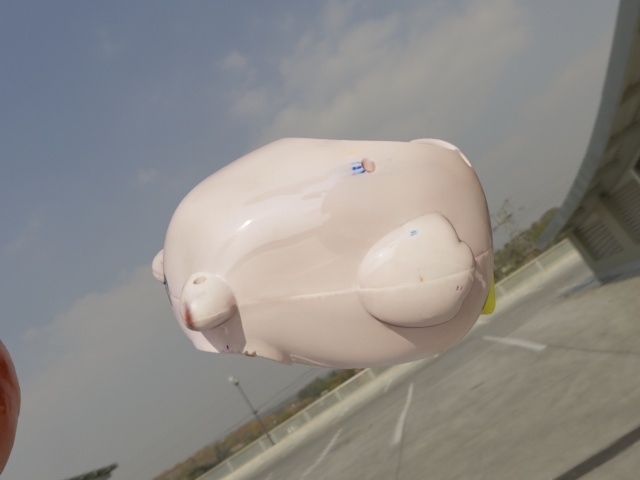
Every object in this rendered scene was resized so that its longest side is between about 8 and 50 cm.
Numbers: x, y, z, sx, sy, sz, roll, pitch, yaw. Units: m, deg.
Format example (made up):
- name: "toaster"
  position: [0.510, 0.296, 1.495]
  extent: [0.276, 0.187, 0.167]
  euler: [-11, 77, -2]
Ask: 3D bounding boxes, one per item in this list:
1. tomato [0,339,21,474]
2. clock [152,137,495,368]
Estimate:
- name: "tomato"
  position: [-0.377, 0.160, 0.519]
  extent: [0.260, 0.260, 0.180]
  euler: [-22, -55, -42]
- name: "clock"
  position: [0.000, 0.000, 0.748]
  extent: [0.377, 0.250, 0.368]
  euler: [-10, 13, -20]
